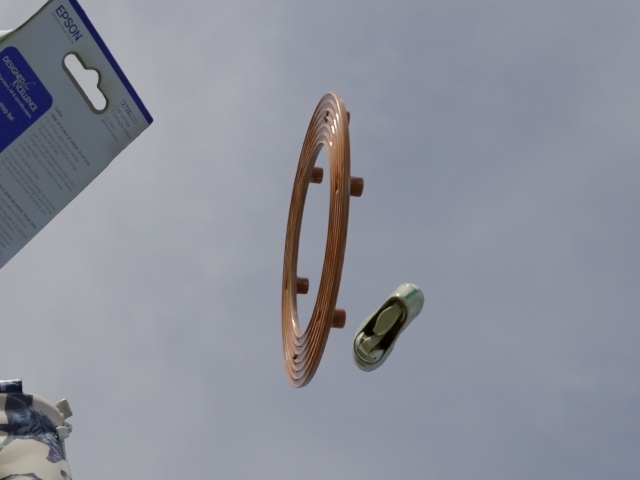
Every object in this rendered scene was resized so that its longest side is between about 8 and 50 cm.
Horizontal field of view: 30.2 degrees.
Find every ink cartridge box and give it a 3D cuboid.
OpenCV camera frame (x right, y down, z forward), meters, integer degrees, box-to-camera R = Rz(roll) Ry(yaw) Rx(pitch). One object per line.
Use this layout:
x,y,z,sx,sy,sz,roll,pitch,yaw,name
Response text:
-0.323,-0.045,1.020,0.069,0.371,0.175,33,-18,39,ink cartridge box

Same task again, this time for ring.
0.000,0.000,1.340,0.032,0.336,0.336,6,-51,-11,ring

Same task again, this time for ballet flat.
0.076,0.117,1.544,0.057,0.052,0.168,42,-52,15,ballet flat

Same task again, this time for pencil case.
-0.370,0.369,1.508,0.410,0.184,0.160,59,-9,44,pencil case
